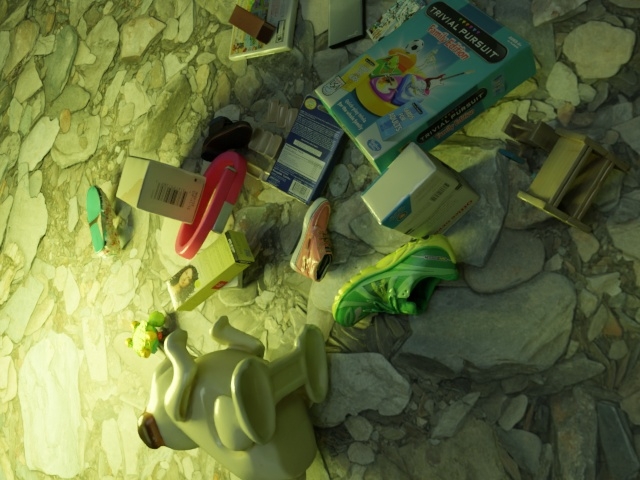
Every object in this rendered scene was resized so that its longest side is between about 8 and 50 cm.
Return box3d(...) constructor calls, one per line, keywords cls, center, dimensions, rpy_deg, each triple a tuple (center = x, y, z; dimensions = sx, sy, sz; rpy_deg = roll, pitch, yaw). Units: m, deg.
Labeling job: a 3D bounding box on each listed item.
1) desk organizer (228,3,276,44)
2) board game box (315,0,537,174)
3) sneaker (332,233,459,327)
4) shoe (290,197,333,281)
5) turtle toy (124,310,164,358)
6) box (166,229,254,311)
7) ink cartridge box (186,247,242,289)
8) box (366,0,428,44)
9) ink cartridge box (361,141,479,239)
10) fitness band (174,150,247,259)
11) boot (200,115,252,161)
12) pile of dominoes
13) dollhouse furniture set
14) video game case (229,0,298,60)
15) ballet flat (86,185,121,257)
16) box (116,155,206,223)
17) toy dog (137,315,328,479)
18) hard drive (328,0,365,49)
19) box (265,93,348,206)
box3d(cls="desk organizer", center=(-0.177, -0.552, 1.535), dimensions=(0.130, 0.047, 0.050), rpy_deg=(40, 108, 34))
box3d(cls="board game box", center=(0.188, -0.303, 1.145), dimensions=(0.336, 0.079, 0.254), rpy_deg=(-37, 51, 4))
box3d(cls="sneaker", center=(0.138, 0.102, 1.164), dimensions=(0.295, 0.109, 0.124), rpy_deg=(-38, 68, 31))
box3d(cls="shoe", center=(0.000, 0.000, 1.319), dimensions=(0.081, 0.063, 0.178), rpy_deg=(29, 103, 35))
box3d(cls="turtle toy", center=(-0.456, 0.249, 1.595), dimensions=(0.095, 0.066, 0.130), rpy_deg=(23, 94, 35))
box3d(cls="box", center=(-0.263, 0.075, 1.417), dimensions=(0.232, 0.058, 0.087), rpy_deg=(-38, 61, 23))
box3d(cls="ink cartridge box", center=(-0.249, 0.071, 1.483), dimensions=(0.181, 0.061, 0.105), rpy_deg=(-7, 77, 35))
box3d(cls="box", center=(0.174, -0.469, 1.305), dimensions=(0.137, 0.027, 0.094), rpy_deg=(-39, 59, 24))
box3d(cls="ink cartridge box", center=(0.188, -0.081, 1.115), dimensions=(0.139, 0.190, 0.082), rpy_deg=(-46, 57, 20))
box3d(cls="fitness band", center=(-0.273, -0.089, 1.470), dimensions=(0.209, 0.054, 0.291), rpy_deg=(-4, 61, 58))
box3d(cls="boot", center=(-0.239, -0.283, 1.518), dimensions=(0.219, 0.082, 0.106), rpy_deg=(-20, 61, 50))
box3d(cls="pile of dominoes", center=(-0.061, -0.209, 1.433), dimensions=(0.251, 0.040, 0.196), rpy_deg=(29, 98, 28))
box3d(cls="dollhouse furniture set", center=(0.394, -0.118, 1.034), dimensions=(0.129, 0.128, 0.184), rpy_deg=(-62, 30, 10))
box3d(cls="video game case", center=(-0.145, -0.592, 1.565), dimensions=(0.206, 0.026, 0.227), rpy_deg=(3, 83, 36))
box3d(cls="ballet flat", center=(-0.644, -0.051, 1.786), dimensions=(0.091, 0.077, 0.241), rpy_deg=(-30, 62, 27))
box3d(cls="box", center=(-0.412, -0.135, 1.524), dimensions=(0.311, 0.147, 0.121), rpy_deg=(19, 92, 63))
box3d(cls="toy dog", center=(-0.202, 0.353, 1.297), dimensions=(0.407, 0.284, 0.396), rpy_deg=(-4, 108, 35))
box3d(cls="hard drive", center=(0.061, -0.523, 1.402), dimensions=(0.094, 0.022, 0.135), rpy_deg=(-8, 76, 35))
box3d(cls="box", center=(-0.022, -0.205, 1.366), dimensions=(0.136, 0.036, 0.225), rpy_deg=(31, 100, 28))
